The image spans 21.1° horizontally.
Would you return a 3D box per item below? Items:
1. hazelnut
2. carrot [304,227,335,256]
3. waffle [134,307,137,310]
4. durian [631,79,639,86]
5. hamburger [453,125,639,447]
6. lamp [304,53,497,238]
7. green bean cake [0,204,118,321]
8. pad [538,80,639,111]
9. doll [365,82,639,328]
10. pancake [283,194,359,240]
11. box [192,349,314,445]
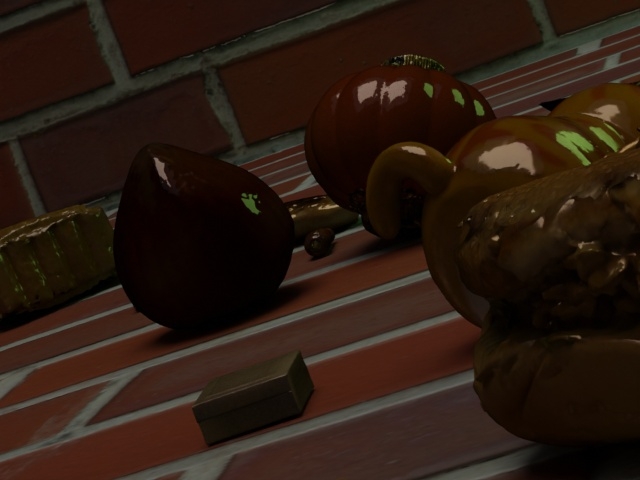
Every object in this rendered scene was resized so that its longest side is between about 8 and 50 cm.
[{"bbox_3d":[-0.133,-0.013,1.820,0.208,0.208,0.208,-20,8,3],"label":"hazelnut"},{"bbox_3d":[0.000,0.000,2.036,0.032,0.032,0.093,-19,5,11],"label":"carrot"},{"bbox_3d":[-0.236,0.068,2.186,0.097,0.023,0.152,-25,10,-37],"label":"waffle"},{"bbox_3d":[0.304,-0.068,1.476,0.252,0.144,0.139,-2,41,52],"label":"durian"},{"bbox_3d":[0.230,0.002,0.941,0.318,0.158,0.318,-21,7,3],"label":"hamburger"},{"bbox_3d":[0.093,-0.103,1.895,0.223,0.196,0.223,7,-18,2],"label":"lamp"},{"bbox_3d":[-0.420,0.033,2.504,0.229,0.131,0.224,-23,7,-24],"label":"green bean cake"},{"bbox_3d":[0.339,-0.110,1.600,0.170,0.006,0.245,24,-15,-24],"label":"pad"},{"bbox_3d":[0.188,-0.030,1.306,0.269,0.162,0.166,-14,-14,-46],"label":"doll"},{"bbox_3d":[-0.030,-0.025,2.278,0.266,0.057,0.244,-13,1,19],"label":"pancake"},{"bbox_3d":[-0.053,0.120,1.314,0.083,0.035,0.079,-20,8,11],"label":"box"}]
